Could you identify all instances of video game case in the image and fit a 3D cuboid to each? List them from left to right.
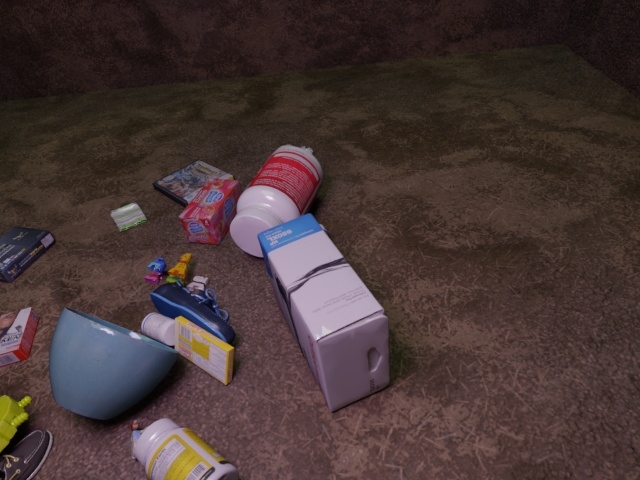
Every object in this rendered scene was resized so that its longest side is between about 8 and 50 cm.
[{"bbox_3d":[-0.550,-0.253,1.874,0.274,0.035,0.248,27,51,35],"label":"video game case"}]

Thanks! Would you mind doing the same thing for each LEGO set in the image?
[{"bbox_3d":[-0.462,0.091,1.404,0.227,0.087,0.093,9,43,19],"label":"LEGO set"}]

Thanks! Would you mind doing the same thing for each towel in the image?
[{"bbox_3d":[-0.770,-0.098,1.735,0.113,0.023,0.152,-29,44,-22],"label":"towel"}]

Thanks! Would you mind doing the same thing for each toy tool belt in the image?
[{"bbox_3d":[-0.406,0.455,0.994,0.051,0.052,0.083,8,34,-31],"label":"toy tool belt"}]

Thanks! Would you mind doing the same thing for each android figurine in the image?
[{"bbox_3d":[-0.782,0.464,0.975,0.272,0.056,0.248,-39,30,-13],"label":"android figurine"}]

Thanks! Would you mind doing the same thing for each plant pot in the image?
[{"bbox_3d":[-0.518,0.307,1.038,0.290,0.290,0.196,14,70,25],"label":"plant pot"}]

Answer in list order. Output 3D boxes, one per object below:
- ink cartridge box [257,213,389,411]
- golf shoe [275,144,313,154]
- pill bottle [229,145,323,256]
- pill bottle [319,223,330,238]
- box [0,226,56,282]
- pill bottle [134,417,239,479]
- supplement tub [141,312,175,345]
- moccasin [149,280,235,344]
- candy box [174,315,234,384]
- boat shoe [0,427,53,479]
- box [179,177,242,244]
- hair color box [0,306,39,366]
[{"bbox_3d":[0.002,0.165,1.076,0.166,0.286,0.395,-21,41,-14],"label":"ink cartridge box"},{"bbox_3d":[-0.123,-0.379,1.932,0.176,0.069,0.086,2,46,14],"label":"golf shoe"},{"bbox_3d":[-0.150,-0.138,1.513,0.228,0.229,0.408,6,41,17],"label":"pill bottle"},{"bbox_3d":[0.000,0.000,1.448,0.067,0.067,0.120,-10,40,-2],"label":"pill bottle"},{"bbox_3d":[-1.136,0.047,1.595,0.183,0.059,0.233,5,42,18],"label":"box"},{"bbox_3d":[-0.280,0.467,0.894,0.208,0.119,0.119,22,48,31],"label":"pill bottle"},{"bbox_3d":[-0.443,0.248,1.214,0.107,0.071,0.071,11,42,33],"label":"supplement tub"},{"bbox_3d":[-0.355,0.185,1.235,0.341,0.138,0.116,24,45,32],"label":"moccasin"},{"bbox_3d":[-0.308,0.284,1.131,0.205,0.105,0.027,21,26,30],"label":"candy box"},{"bbox_3d":[-0.691,0.514,0.947,0.081,0.069,0.228,7,42,18],"label":"boat shoe"},{"bbox_3d":[-0.395,-0.113,1.609,0.128,0.123,0.257,6,41,15],"label":"box"},{"bbox_3d":[-0.905,0.283,1.276,0.093,0.053,0.167,-17,39,-9],"label":"hair color box"}]
